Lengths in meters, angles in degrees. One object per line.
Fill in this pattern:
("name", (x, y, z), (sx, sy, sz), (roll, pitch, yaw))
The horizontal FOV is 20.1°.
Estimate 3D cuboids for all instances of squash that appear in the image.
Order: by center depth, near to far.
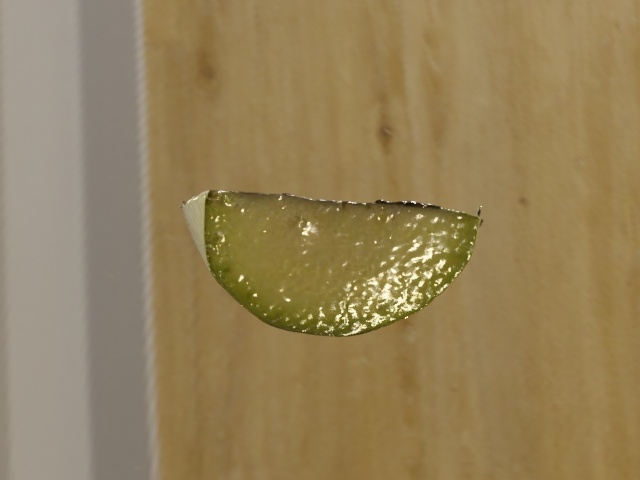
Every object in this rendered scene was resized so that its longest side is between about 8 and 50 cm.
("squash", (-0.001, 0.023, 1.182), (0.192, 0.184, 0.085), (6, -100, -10))
